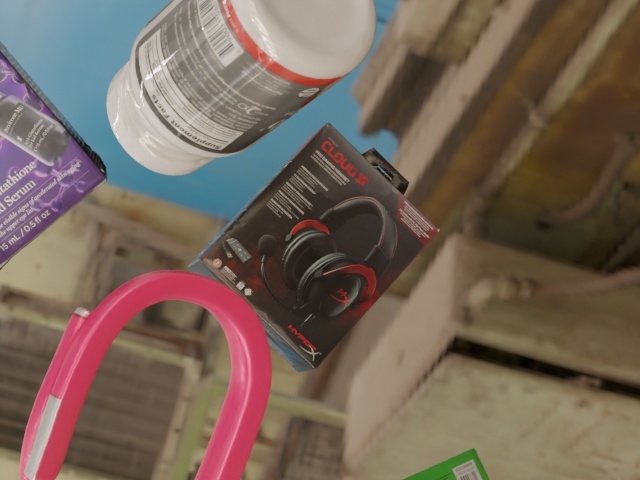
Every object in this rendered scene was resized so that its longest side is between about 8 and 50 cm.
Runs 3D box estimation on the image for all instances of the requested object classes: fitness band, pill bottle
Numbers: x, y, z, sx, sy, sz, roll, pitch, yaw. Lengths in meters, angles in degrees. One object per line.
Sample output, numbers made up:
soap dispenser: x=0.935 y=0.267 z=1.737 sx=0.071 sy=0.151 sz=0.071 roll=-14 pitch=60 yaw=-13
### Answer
fitness band: x=-0.158 y=0.168 z=1.400 sx=0.054 sy=0.209 sz=0.291 roll=14 pitch=82 yaw=57
pill bottle: x=-0.112 y=-0.230 z=1.920 sx=0.363 sy=0.210 sz=0.210 roll=-32 pitch=41 yaw=49

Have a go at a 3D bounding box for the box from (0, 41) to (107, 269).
box: x=-0.342 y=-0.099 z=1.582 sx=0.153 sy=0.207 sz=0.108 roll=-41 pitch=12 yaw=-1

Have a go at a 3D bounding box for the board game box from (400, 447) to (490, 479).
board game box: x=0.004 y=0.336 z=1.669 sx=0.316 sy=0.242 sz=0.064 roll=-31 pitch=78 yaw=35

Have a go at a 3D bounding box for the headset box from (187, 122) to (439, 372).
headset box: x=0.000 y=0.000 z=2.081 sx=0.293 sy=0.218 sz=0.110 roll=-47 pitch=6 yaw=-15
